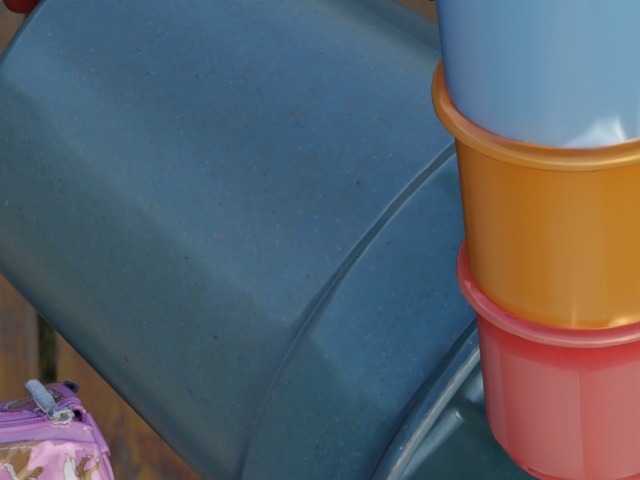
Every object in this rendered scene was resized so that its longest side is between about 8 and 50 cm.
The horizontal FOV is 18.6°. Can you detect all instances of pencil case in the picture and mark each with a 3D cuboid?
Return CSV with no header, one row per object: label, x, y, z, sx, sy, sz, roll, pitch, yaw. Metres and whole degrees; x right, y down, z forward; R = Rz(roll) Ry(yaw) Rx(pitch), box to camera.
pencil case,-0.373,0.206,1.649,0.386,0.160,0.167,-3,99,-30

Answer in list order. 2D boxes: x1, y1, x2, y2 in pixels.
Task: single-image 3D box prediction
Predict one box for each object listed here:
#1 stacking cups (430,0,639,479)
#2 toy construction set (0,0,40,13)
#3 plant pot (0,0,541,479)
stacking cups,0.067,-0.064,0.493,0.096,0.316,0.096,-6,34,4
toy construction set,-0.307,-0.109,1.113,0.257,0.309,0.237,24,61,7
plant pot,0.000,0.000,1.093,0.334,0.341,0.341,38,61,23
